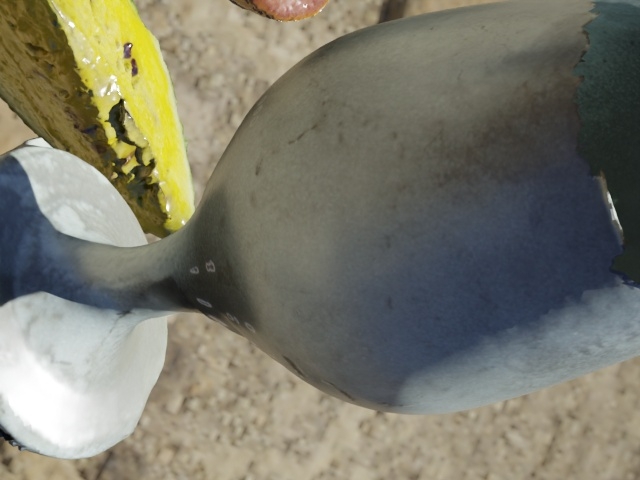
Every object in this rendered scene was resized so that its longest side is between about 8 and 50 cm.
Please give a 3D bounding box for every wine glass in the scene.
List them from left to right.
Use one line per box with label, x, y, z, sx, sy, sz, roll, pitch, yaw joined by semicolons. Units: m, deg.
wine glass;0.000;0.000;0.537;0.126;0.241;0.126;25;59;-51

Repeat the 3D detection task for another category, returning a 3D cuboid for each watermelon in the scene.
watermelon;-0.161;-0.132;1.068;0.123;0.129;0.301;-36;133;-11

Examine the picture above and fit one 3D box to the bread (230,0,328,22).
bread;-0.038;-0.351;1.925;0.199;0.104;0.199;-17;120;-32
